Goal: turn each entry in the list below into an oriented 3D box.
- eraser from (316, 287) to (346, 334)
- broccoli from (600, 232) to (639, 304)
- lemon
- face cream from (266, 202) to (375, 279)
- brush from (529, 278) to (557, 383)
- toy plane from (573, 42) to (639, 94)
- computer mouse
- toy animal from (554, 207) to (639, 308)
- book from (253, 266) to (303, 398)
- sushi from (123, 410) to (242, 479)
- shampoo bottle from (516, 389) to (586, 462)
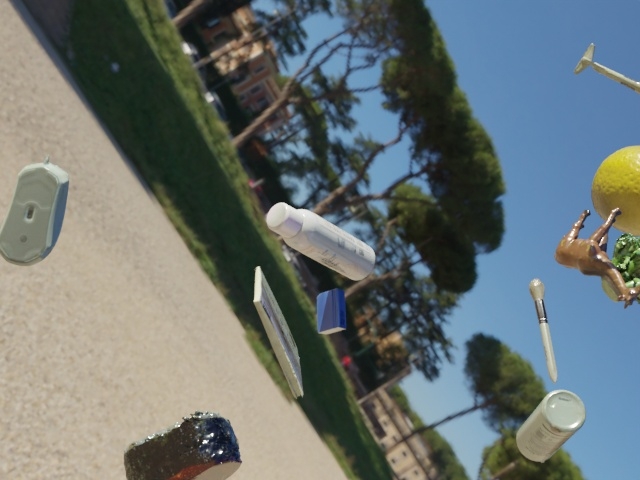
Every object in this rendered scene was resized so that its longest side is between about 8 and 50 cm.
[{"bbox_3d":[0.023,0.147,1.703,0.027,0.063,0.084,18,61,-40],"label":"eraser"},{"bbox_3d":[0.682,0.074,1.753,0.195,0.156,0.195,44,-24,26],"label":"broccoli"},{"bbox_3d":[0.844,-0.131,2.155,0.267,0.267,0.267,58,-4,7],"label":"lemon"},{"bbox_3d":[0.000,0.000,1.621,0.269,0.082,0.082,28,18,-43],"label":"face cream"},{"bbox_3d":[0.567,0.225,2.075,0.042,0.039,0.299,72,13,-54],"label":"brush"},{"bbox_3d":[0.602,-0.264,1.489,0.286,0.092,0.108,37,22,28],"label":"toy plane"},{"bbox_3d":[-0.450,-0.046,1.306,0.056,0.089,0.181,100,1,-81],"label":"computer mouse"},{"bbox_3d":[0.547,0.035,1.602,0.224,0.229,0.066,-8,-45,49],"label":"toy animal"},{"bbox_3d":[-0.053,0.106,1.011,0.181,0.014,0.127,-112,180,-79],"label":"book"},{"bbox_3d":[-0.263,0.414,1.551,0.126,0.225,0.136,62,8,28],"label":"sushi"},{"bbox_3d":[0.454,0.384,1.659,0.085,0.085,0.262,56,-18,25],"label":"shampoo bottle"}]
